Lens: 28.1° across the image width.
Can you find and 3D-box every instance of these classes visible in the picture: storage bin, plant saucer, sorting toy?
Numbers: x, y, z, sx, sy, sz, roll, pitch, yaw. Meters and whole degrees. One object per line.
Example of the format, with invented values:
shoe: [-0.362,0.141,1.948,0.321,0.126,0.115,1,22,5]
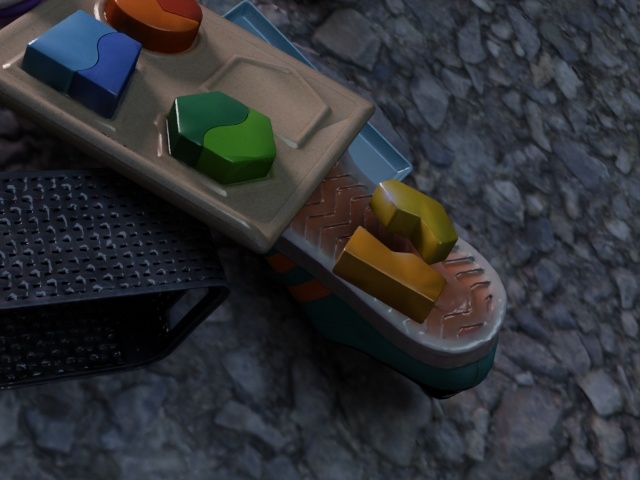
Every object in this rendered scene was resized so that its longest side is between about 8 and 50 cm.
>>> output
storage bin: [-0.159,0.024,0.745,0.180,0.122,0.084,-6,65,-37]
plant saucer: [-0.012,-0.106,1.008,0.192,0.018,0.067,46,46,-2]
sorting toy: [-0.043,-0.076,0.792,0.307,0.041,0.229,30,32,4]

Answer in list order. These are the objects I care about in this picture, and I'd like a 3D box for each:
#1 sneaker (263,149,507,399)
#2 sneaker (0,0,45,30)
sneaker: [0.000,0.000,0.899,0.108,0.121,0.302,-36,65,-22]
sneaker: [-0.215,-0.221,0.894,0.095,0.104,0.236,-12,55,4]
